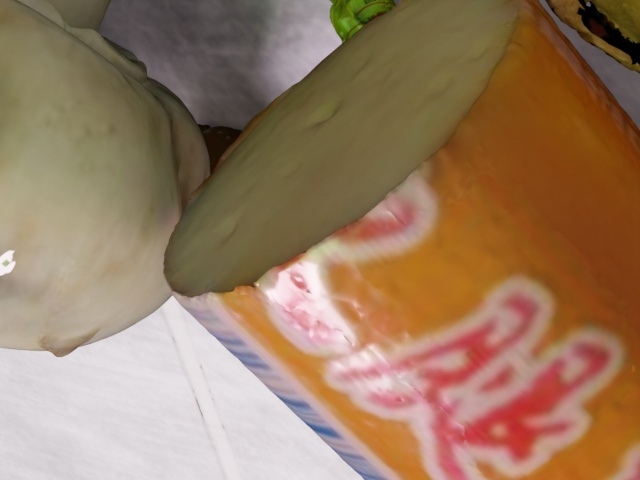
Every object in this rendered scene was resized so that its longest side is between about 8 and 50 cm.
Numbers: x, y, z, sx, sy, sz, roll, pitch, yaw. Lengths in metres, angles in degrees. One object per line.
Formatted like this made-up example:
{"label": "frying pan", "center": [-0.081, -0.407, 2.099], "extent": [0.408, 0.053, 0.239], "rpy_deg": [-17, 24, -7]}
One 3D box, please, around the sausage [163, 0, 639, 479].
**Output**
{"label": "sausage", "center": [0.094, 0.038, 0.619], "extent": [0.287, 0.233, 0.233], "rpy_deg": [47, 139, -18]}

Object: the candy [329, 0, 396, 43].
{"label": "candy", "center": [-0.001, -0.163, 0.698], "extent": [0.123, 0.035, 0.035], "rpy_deg": [52, 150, 2]}

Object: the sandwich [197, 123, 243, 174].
{"label": "sandwich", "center": [0.000, 0.000, 0.789], "extent": [0.258, 0.096, 0.094], "rpy_deg": [16, 138, 28]}

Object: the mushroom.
{"label": "mushroom", "center": [-0.179, -0.111, 0.698], "extent": [0.314, 0.314, 0.336], "rpy_deg": [29, 95, 13]}

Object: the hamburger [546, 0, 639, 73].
{"label": "hamburger", "center": [0.179, -0.165, 0.505], "extent": [0.231, 0.107, 0.231], "rpy_deg": [22, 140, 20]}
